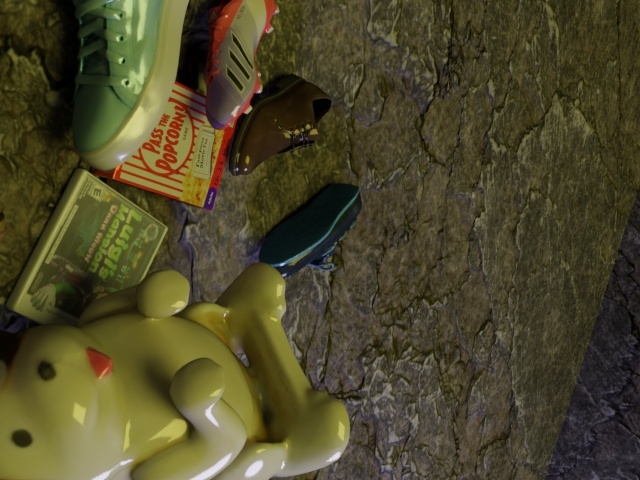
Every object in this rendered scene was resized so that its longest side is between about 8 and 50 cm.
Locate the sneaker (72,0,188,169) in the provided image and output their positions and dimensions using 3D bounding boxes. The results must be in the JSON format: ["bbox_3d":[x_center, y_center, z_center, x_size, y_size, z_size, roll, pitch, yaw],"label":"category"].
[{"bbox_3d":[-0.241,-0.269,1.021,0.150,0.135,0.366,25,72,-47],"label":"sneaker"}]

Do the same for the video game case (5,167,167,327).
[{"bbox_3d":[-0.289,0.030,1.137,0.173,0.022,0.190,41,68,-53],"label":"video game case"}]

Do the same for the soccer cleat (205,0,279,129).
[{"bbox_3d":[-0.122,-0.255,1.188,0.095,0.083,0.248,36,52,-33],"label":"soccer cleat"}]

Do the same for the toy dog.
[{"bbox_3d":[-0.239,0.190,1.074,0.408,0.395,0.284,7,59,-52],"label":"toy dog"}]

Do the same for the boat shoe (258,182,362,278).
[{"bbox_3d":[0.000,0.000,1.463,0.258,0.109,0.089,-38,134,-39],"label":"boat shoe"}]

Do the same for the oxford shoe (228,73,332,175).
[{"bbox_3d":[-0.054,-0.165,1.308,0.227,0.096,0.083,-52,158,-37],"label":"oxford shoe"}]

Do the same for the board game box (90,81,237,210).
[{"bbox_3d":[-0.201,-0.131,1.183,0.193,0.045,0.146,17,87,-55],"label":"board game box"}]

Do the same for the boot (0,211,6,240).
[{"bbox_3d":[-0.394,0.093,0.845,0.089,0.236,0.269,-30,124,-66],"label":"boot"}]
